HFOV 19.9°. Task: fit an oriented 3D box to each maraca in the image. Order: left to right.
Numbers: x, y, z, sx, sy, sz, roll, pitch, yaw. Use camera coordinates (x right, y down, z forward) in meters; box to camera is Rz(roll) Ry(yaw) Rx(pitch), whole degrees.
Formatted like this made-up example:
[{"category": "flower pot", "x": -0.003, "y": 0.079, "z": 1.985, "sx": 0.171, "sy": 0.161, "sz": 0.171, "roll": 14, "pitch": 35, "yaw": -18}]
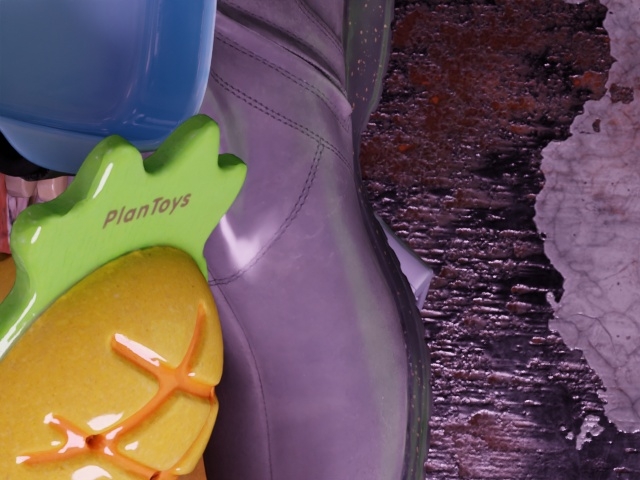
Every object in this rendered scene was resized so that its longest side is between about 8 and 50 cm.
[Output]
[{"category": "maraca", "x": -0.082, "y": 0.038, "z": 0.627, "sx": 0.127, "sy": 0.099, "sz": 0.186, "roll": -23, "pitch": 143, "yaw": -52}]

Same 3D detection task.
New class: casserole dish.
[{"category": "casserole dish", "x": -0.089, "y": -0.115, "z": 0.629, "sx": 0.037, "sy": 0.114, "sz": 0.188, "roll": -6, "pitch": -102, "yaw": 51}]

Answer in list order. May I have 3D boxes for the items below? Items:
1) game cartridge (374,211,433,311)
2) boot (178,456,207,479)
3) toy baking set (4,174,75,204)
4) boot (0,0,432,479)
[{"category": "game cartridge", "x": 0.000, "y": 0.000, "z": 1.480, "sx": 0.060, "sy": 0.196, "sz": 0.294, "roll": -49, "pitch": 173, "yaw": -9}, {"category": "boot", "x": -0.098, "y": 0.147, "z": 0.874, "sx": 0.211, "sy": 0.104, "sz": 0.295, "roll": 87, "pitch": 6, "yaw": -47}, {"category": "toy baking set", "x": -0.121, "y": -0.084, "z": 0.854, "sx": 0.256, "sy": 0.030, "sz": 0.197, "roll": 83, "pitch": 14, "yaw": -65}, {"category": "boot", "x": -0.060, "y": -0.017, "z": 0.752, "sx": 0.222, "sy": 0.118, "sz": 0.338, "roll": 13, "pitch": 68, "yaw": -58}]
